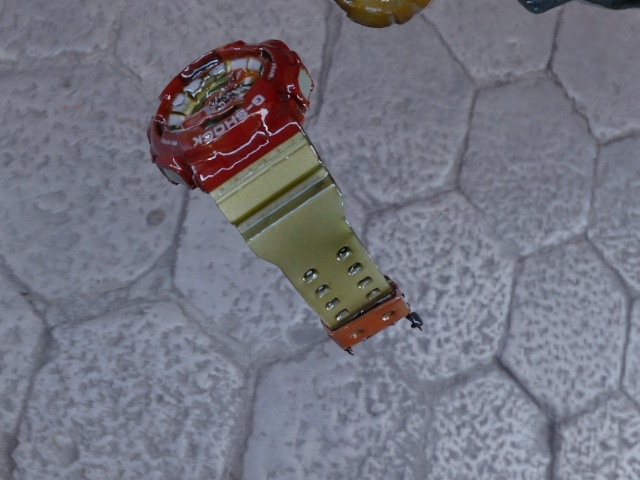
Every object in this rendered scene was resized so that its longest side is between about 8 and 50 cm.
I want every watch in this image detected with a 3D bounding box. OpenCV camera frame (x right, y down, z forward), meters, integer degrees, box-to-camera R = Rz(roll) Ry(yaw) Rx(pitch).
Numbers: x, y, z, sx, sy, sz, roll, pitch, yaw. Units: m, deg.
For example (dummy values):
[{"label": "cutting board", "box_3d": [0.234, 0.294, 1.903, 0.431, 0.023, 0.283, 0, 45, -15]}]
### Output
[{"label": "watch", "box_3d": [-0.002, -0.002, 0.522, 0.102, 0.165, 0.268, -33, 120, 4]}]

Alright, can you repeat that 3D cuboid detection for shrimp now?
[{"label": "shrimp", "box_3d": [0.048, -0.364, 0.992, 0.249, 0.068, 0.150, 36, 100, -22]}]

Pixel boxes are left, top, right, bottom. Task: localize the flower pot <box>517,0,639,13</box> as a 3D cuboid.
[{"label": "flower pot", "box_3d": [0.289, -0.314, 0.684, 0.299, 0.282, 0.298, -11, 126, -16]}]
